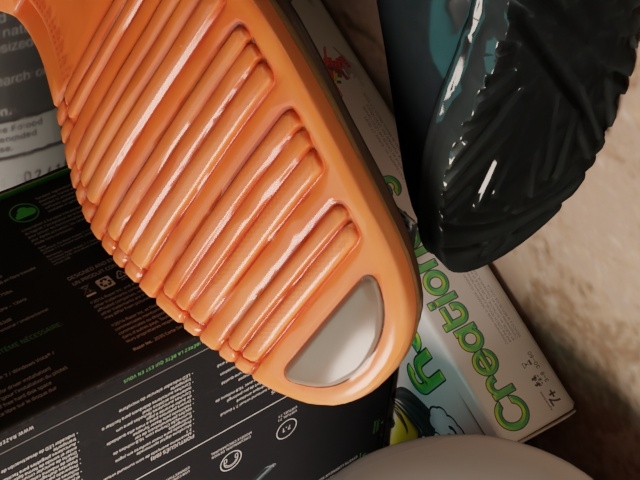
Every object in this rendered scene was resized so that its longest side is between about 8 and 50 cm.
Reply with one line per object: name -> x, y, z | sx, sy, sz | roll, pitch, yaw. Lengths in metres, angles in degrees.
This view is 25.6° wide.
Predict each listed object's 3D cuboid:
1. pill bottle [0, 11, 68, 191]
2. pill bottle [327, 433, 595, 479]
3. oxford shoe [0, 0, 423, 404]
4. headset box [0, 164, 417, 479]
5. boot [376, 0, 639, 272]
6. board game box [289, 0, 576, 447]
pill bottle -> -0.217, -0.208, 0.812 | 0.204, 0.204, 0.361 | 42, 142, 37
pill bottle -> 0.064, 0.244, 0.707 | 0.181, 0.181, 0.323 | 49, 158, 29
oxford shoe -> -0.048, -0.088, 0.621 | 0.130, 0.133, 0.363 | -48, 63, 30
headset box -> -0.096, 0.109, 0.705 | 0.131, 0.246, 0.283 | 41, 143, 34
boot -> 0.030, -0.134, 0.567 | 0.207, 0.094, 0.246 | 45, 147, 35
board game box -> 0.000, 0.000, 0.777 | 0.305, 0.053, 0.193 | 59, 151, 12
